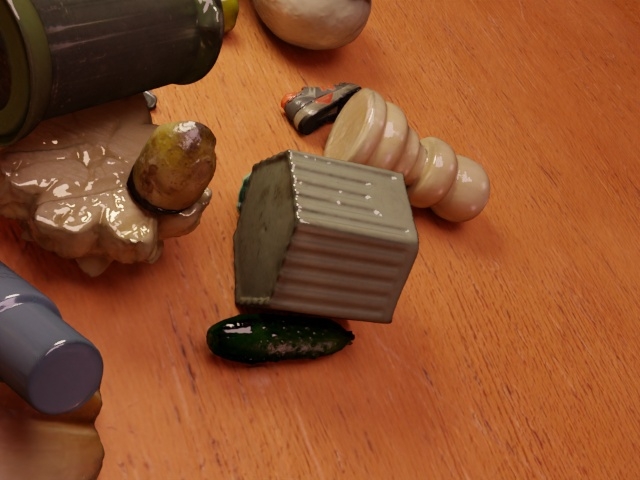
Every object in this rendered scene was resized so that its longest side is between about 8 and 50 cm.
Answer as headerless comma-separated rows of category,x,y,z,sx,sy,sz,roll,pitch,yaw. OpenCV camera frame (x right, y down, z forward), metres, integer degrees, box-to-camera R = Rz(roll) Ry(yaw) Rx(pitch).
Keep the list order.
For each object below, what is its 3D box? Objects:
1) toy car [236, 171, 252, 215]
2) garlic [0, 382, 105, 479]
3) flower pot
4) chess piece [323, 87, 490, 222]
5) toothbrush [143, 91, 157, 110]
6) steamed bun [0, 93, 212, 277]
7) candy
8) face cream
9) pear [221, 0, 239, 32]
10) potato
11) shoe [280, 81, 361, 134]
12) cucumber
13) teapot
toy car,-0.043,-0.050,1.166,0.186,0.058,0.094,12,92,-26
garlic,-0.321,0.182,0.740,0.227,0.110,0.217,4,55,-32
flower pot,0.000,0.000,1.037,0.189,0.209,0.239,9,54,-26
chess piece,0.169,-0.130,1.321,0.299,0.167,0.167,24,43,-20
toothbrush,-0.380,-0.302,1.191,0.297,0.030,0.030,36,68,-3
steamed bun,-0.295,-0.080,0.974,0.295,0.137,0.292,14,47,-15
candy,-0.030,-0.485,1.477,0.295,0.185,0.295,28,27,-15
face cream,-0.339,0.061,0.741,0.135,0.087,0.385,-17,28,-42
pear,-0.195,-0.423,1.385,0.092,0.092,0.097,63,6,26
potato,-0.170,-0.087,0.881,0.096,0.103,0.066,16,45,-15
shoe,0.004,-0.260,1.383,0.077,0.074,0.194,41,44,13
cucumber,-0.046,0.131,1.004,0.227,0.069,0.069,5,51,-36
teapot,-0.298,-0.257,0.926,0.270,0.201,0.337,12,28,33
